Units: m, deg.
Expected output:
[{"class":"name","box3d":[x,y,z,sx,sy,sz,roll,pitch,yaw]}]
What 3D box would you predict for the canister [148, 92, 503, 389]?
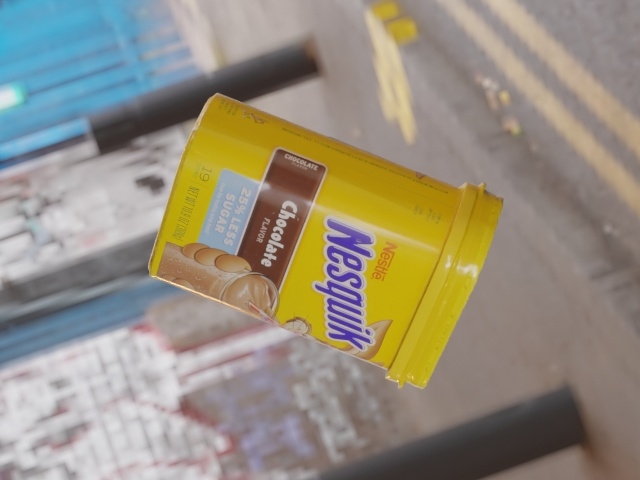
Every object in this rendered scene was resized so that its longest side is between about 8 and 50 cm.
[{"class":"canister","box3d":[0.000,0.000,1.086,0.073,0.169,0.126,-68,-1,-46]}]
